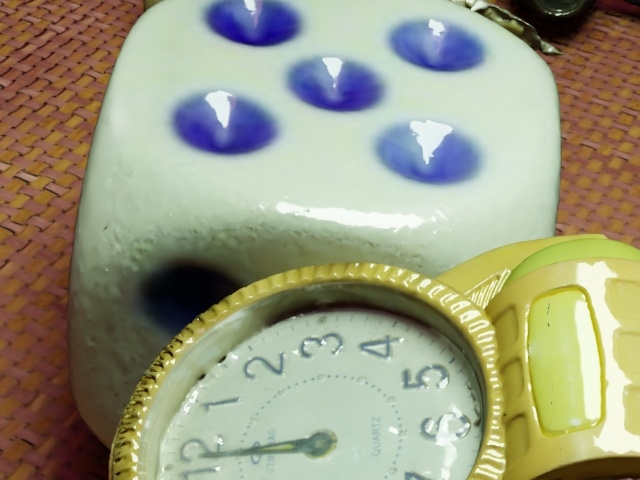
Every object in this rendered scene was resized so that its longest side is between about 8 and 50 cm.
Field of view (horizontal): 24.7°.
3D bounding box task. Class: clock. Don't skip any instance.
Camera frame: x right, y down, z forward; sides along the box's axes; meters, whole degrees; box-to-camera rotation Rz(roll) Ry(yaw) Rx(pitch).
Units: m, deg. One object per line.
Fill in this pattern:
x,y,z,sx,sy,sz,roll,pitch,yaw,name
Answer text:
0.053,0.132,0.787,0.317,0.200,0.244,-8,44,9,clock

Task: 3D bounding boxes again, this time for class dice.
0.000,0.000,1.035,0.304,0.277,0.304,7,36,2,dice

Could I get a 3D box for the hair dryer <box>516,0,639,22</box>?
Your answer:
0.367,-0.279,1.608,0.360,0.120,0.303,19,25,-1,hair dryer

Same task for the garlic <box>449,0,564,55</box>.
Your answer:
0.125,-0.116,1.264,0.207,0.207,0.256,-10,49,-19,garlic

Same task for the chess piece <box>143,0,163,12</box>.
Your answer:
-0.114,-0.175,1.355,0.143,0.142,0.261,9,42,3,chess piece
